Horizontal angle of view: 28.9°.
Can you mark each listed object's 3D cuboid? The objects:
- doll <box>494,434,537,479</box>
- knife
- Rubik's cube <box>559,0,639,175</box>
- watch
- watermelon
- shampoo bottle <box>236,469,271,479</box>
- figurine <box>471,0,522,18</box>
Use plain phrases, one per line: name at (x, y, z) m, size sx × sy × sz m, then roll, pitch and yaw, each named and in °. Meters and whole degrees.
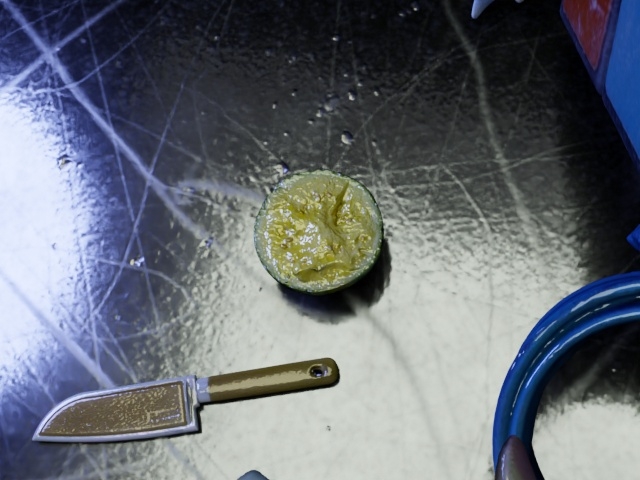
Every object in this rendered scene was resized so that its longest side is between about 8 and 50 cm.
doll at (0.249, 0.278, 0.700) m, size 0.370 × 0.226 × 0.215 m, roll 17°, pitch 56°, yaw 12°
knife at (-0.111, 0.132, 1.003) m, size 0.256 × 0.022 × 0.046 m, roll -10°, pitch 77°, yaw 5°
Rubik's cube at (0.359, -0.216, 0.813) m, size 0.313 × 0.318 × 0.316 m, roll 2°, pitch 32°, yaw -3°
watch at (0.282, 0.141, 0.865) m, size 0.305 × 0.241 × 0.274 m, roll 38°, pitch 98°, yaw 10°
watermelon at (0.000, 0.000, 1.006) m, size 0.105 × 0.062 × 0.105 m, roll -1°, pitch 67°, yaw 3°
shampoo bottle at (0.033, 0.273, 0.910) m, size 0.262 × 0.085 × 0.085 m, roll 31°, pitch 80°, yaw 14°
figurine at (0.181, -0.287, 1.037) m, size 0.184 × 0.128 × 0.208 m, roll 40°, pitch 87°, yaw 18°
